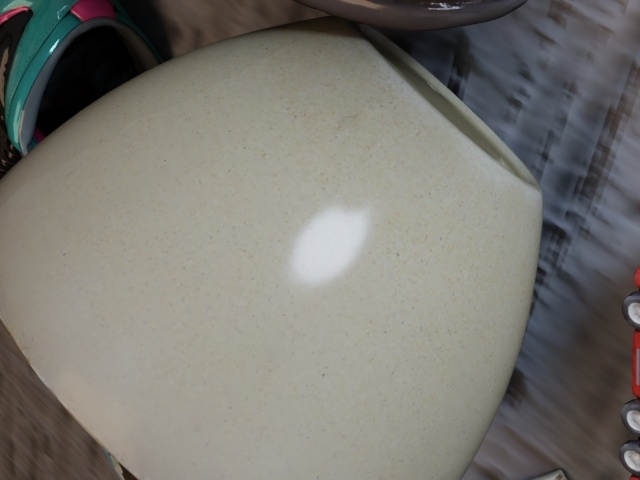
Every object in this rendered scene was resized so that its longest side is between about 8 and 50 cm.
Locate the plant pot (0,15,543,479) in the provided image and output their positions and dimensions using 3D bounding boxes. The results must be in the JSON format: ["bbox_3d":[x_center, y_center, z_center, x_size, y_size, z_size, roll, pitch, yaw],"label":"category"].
[{"bbox_3d":[0.000,0.000,0.624,0.191,0.284,0.284,-47,73,15],"label":"plant pot"}]

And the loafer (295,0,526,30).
[{"bbox_3d":[-0.031,-0.243,0.575,0.366,0.134,0.130,47,140,16],"label":"loafer"}]

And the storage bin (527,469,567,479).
[{"bbox_3d":[0.083,0.316,0.760,0.262,0.123,0.260,-28,91,36],"label":"storage bin"}]

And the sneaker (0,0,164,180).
[{"bbox_3d":[-0.187,-0.070,0.873,0.178,0.124,0.295,45,139,33],"label":"sneaker"}]

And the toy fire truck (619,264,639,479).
[{"bbox_3d":[0.215,0.101,0.591,0.135,0.047,0.192,18,125,40],"label":"toy fire truck"}]

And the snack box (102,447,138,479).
[{"bbox_3d":[-0.063,0.214,0.953,0.187,0.060,0.321,-31,89,51],"label":"snack box"}]
